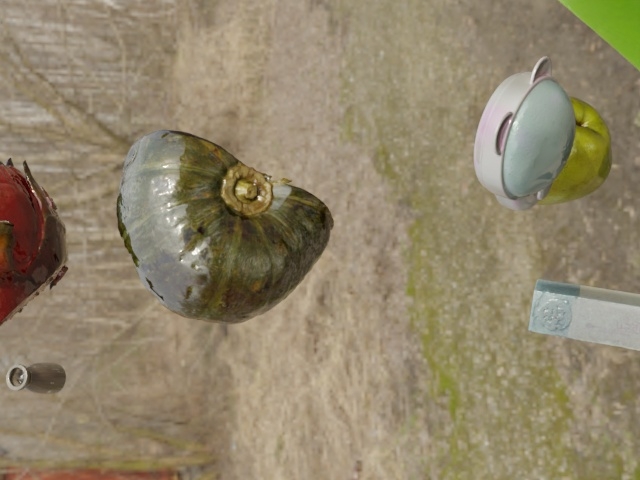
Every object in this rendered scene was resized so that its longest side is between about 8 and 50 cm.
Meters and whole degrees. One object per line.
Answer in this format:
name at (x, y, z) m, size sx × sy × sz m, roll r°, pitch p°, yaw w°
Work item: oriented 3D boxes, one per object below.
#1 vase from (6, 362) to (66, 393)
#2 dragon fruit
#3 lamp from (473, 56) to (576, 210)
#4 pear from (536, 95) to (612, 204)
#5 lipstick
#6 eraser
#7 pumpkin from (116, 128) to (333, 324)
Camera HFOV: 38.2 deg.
vase at (-0.475, 0.230, 1.544) m, size 0.101 × 0.053 × 0.053 m, roll 23°, pitch -117°, yaw -67°
dragon fruit at (-0.516, -0.003, 1.610) m, size 0.343 × 0.100 × 0.282 m, roll -69°, pitch -30°, yaw -72°
lamp at (0.298, -0.130, 1.308) m, size 0.108 × 0.179 × 0.246 m, roll 29°, pitch 160°, yaw 29°
pear at (0.399, -0.154, 1.577) m, size 0.198 × 0.198 × 0.198 m, roll 180°, pitch 90°, yaw -77°
lipstick at (0.456, 0.115, 1.288) m, size 0.068 × 0.318 × 0.066 m, roll -35°, pitch -48°, yaw -69°
eraser at (0.502, -0.400, 1.456) m, size 0.092 × 0.274 × 0.210 m, roll -59°, pitch 12°, yaw -23°
pumpkin at (-0.165, 0.006, 1.359) m, size 0.232 × 0.325 × 0.242 m, roll -68°, pitch 12°, yaw -20°
